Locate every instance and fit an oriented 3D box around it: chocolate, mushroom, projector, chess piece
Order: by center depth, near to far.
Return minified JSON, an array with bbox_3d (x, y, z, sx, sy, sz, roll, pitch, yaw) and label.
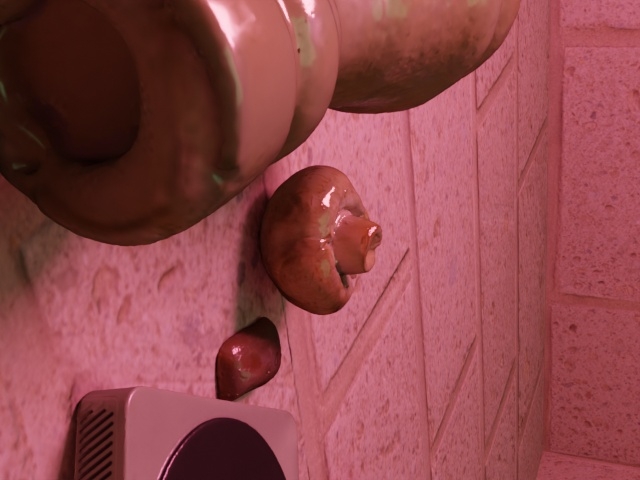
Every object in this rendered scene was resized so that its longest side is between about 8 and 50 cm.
[{"bbox_3d":[-0.023,-0.158,0.631,0.442,0.234,0.234,-41,133,-55],"label":"chess piece"},{"bbox_3d":[-0.098,0.254,0.696,0.259,0.079,0.257,31,53,-61],"label":"projector"},{"bbox_3d":[-0.063,0.113,0.853,0.101,0.031,0.064,-20,109,-65],"label":"chocolate"},{"bbox_3d":[0.000,0.000,0.873,0.148,0.112,0.148,15,90,-70],"label":"mushroom"}]
